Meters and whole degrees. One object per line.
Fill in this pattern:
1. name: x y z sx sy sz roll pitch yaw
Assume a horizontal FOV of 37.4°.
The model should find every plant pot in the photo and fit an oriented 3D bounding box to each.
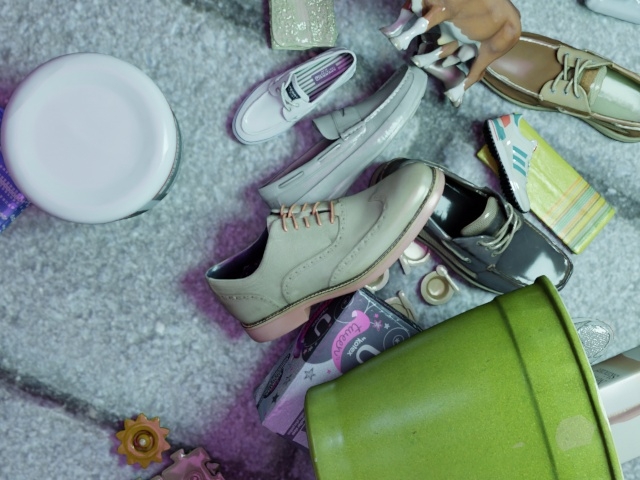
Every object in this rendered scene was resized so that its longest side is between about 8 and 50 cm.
1. plant pot: 0.174 0.269 1.247 0.353 0.366 0.366 -16 93 5

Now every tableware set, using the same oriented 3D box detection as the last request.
1. tableware set: 0.136 0.067 1.519 0.169 0.020 0.141 -35 95 -3

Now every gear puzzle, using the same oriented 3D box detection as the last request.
1. gear puzzle: -0.216 0.423 1.487 0.175 0.044 0.339 -34 92 -2

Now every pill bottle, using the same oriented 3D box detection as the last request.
1. pill bottle: -0.295 -0.129 1.295 0.210 0.363 0.210 0 92 -6

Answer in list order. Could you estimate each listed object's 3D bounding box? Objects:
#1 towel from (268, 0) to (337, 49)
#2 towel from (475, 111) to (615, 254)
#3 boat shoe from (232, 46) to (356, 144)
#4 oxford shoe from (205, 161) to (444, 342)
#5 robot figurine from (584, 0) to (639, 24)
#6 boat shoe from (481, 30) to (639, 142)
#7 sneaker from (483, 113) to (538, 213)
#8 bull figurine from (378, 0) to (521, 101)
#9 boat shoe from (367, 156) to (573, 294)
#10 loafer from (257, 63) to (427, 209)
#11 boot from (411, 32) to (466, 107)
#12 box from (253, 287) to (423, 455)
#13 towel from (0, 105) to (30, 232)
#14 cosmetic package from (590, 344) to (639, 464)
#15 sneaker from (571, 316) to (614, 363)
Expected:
1. towel: -0.030 -0.374 1.484 0.110 0.027 0.148 -6 92 -7
2. towel: 0.368 -0.092 1.539 0.237 0.021 0.102 44 82 -5
3. boat shoe: -0.043 -0.232 1.462 0.226 0.076 0.083 -39 95 -3
4. oxford shoe: 0.000 0.000 1.372 0.397 0.140 0.146 -38 114 19
5. robot figurine: 0.523 -0.467 1.436 0.353 0.199 0.300 10 135 -18
6. boat shoe: 0.409 -0.251 1.486 0.324 0.120 0.122 18 90 -6
7. sneaker: 0.316 -0.125 1.493 0.075 0.057 0.161 -19 88 -3
8. bull figurine: 0.184 -0.332 1.340 0.188 0.101 0.310 -45 140 12
9. boat shoe: 0.239 -0.014 1.463 0.355 0.130 0.132 26 80 -6
10. loafer: 0.036 -0.157 1.456 0.111 0.112 0.319 42 88 -14
11. boot: 0.184 -0.272 1.490 0.087 0.042 0.118 14 63 -22
12. box: 0.033 0.200 1.436 0.163 0.142 0.247 35 91 -13
13. towel: -0.591 -0.076 1.431 0.243 0.040 0.336 43 88 -5
14. cosmetic package: 0.465 0.266 1.495 0.296 0.153 0.129 -22 92 -6
15. sneaker: 0.368 0.191 1.510 0.225 0.093 0.088 -22 94 -5
